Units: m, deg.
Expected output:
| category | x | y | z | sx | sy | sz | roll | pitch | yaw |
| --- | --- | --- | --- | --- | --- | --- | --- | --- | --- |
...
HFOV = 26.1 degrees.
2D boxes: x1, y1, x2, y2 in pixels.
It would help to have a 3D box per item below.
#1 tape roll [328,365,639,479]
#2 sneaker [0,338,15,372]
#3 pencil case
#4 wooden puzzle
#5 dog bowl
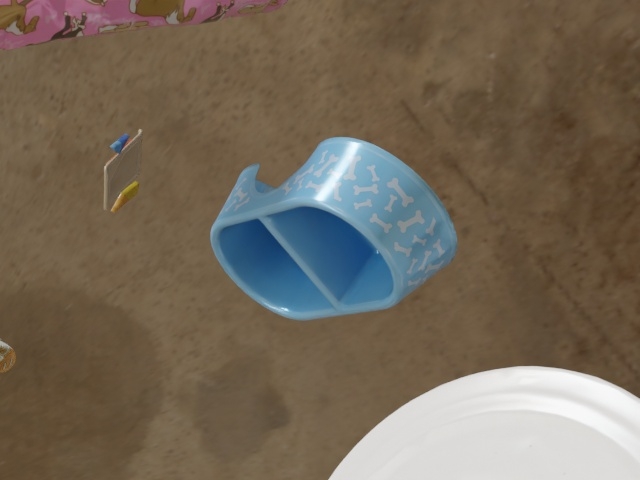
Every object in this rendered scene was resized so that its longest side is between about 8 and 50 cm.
| category | x | y | z | sx | sy | sz | roll | pitch | yaw |
| --- | --- | --- | --- | --- | --- | --- | --- | --- | --- |
| tape roll | 0.110 | 0.214 | 0.732 | 0.100 | 0.286 | 0.286 | 32 | 66 | -46 |
| sneaker | -0.298 | 0.088 | 1.156 | 0.083 | 0.037 | 0.032 | 23 | 95 | -24 |
| pencil case | -0.201 | -0.273 | 1.302 | 0.386 | 0.167 | 0.160 | -16 | 108 | -36 |
| wooden puzzle | -0.211 | -0.075 | 1.466 | 0.014 | 0.116 | 0.078 | 27 | 46 | 11 |
| dog bowl | 0.000 | 0.000 | 1.327 | 0.166 | 0.297 | 0.074 | 50 | 61 | -17 |
